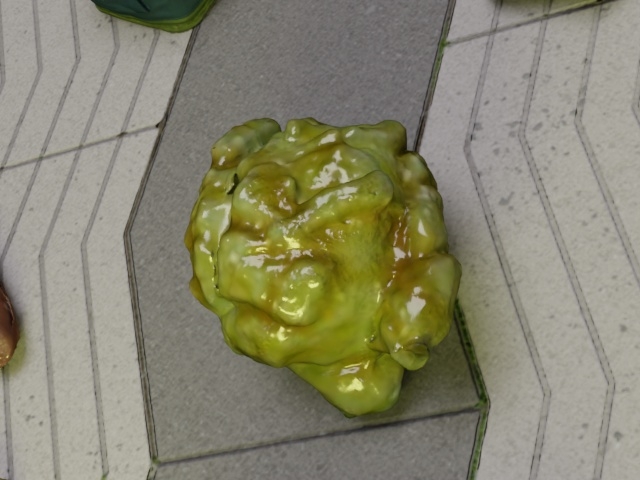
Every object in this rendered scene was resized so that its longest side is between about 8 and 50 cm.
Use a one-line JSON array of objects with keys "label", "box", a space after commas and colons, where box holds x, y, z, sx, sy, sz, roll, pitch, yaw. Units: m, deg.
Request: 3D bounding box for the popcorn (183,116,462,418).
[{"label": "popcorn", "box": [-0.001, 0.006, 1.489, 0.279, 0.274, 0.335, 17, 33, -6]}]

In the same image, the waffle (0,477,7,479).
[{"label": "waffle", "box": [-0.399, 0.410, 1.593, 0.168, 0.057, 0.274, -33, 50, 8]}]

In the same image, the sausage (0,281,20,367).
[{"label": "sausage", "box": [-0.458, 0.055, 1.852, 0.078, 0.078, 0.304, -36, 49, 4]}]

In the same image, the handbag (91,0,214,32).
[{"label": "handbag", "box": [-0.272, -0.440, 1.963, 0.263, 0.241, 0.222, 18, 70, 38]}]
